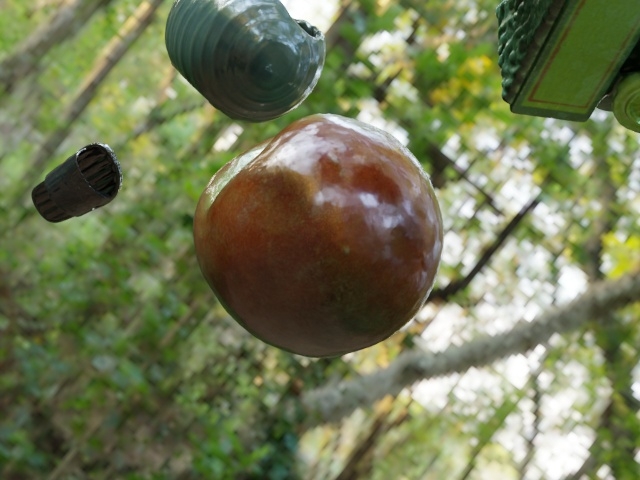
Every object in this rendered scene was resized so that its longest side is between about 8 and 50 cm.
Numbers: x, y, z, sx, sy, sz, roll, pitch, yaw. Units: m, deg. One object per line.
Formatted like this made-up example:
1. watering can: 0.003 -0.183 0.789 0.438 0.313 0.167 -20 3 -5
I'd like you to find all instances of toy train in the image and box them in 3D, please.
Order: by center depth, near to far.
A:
1. toy train: 0.258 -0.204 1.321 0.188 0.159 0.271 8 -32 -11

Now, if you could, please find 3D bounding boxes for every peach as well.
1. peach: 0.000 0.000 1.581 0.252 0.252 0.252 39 -7 6

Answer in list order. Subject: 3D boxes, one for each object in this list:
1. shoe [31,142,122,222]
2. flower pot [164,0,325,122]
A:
1. shoe: -0.263 -0.049 1.640 0.159 0.053 0.062 -25 -82 49
2. flower pot: -0.093 -0.236 1.913 0.189 0.157 0.243 39 6 -24
